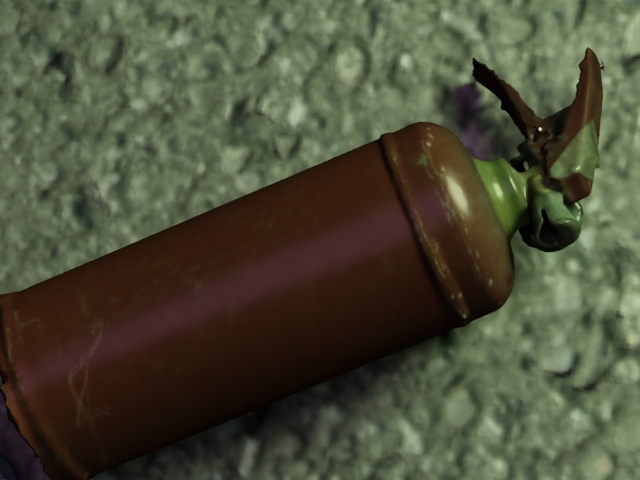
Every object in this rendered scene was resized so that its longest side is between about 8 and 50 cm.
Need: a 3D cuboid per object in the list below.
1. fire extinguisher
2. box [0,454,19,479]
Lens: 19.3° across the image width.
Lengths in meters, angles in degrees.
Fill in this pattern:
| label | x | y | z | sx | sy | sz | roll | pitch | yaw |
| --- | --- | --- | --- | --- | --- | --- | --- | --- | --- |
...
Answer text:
| label | x | y | z | sx | sy | sz | roll | pitch | yaw |
| --- | --- | --- | --- | --- | --- | --- | --- | --- | --- |
| fire extinguisher | 0.000 | 0.000 | 0.958 | 0.337 | 0.106 | 0.147 | -23 | 48 | 5 |
| box | -0.214 | 0.213 | 0.927 | 0.162 | 0.130 | 0.227 | -22 | 64 | 4 |
